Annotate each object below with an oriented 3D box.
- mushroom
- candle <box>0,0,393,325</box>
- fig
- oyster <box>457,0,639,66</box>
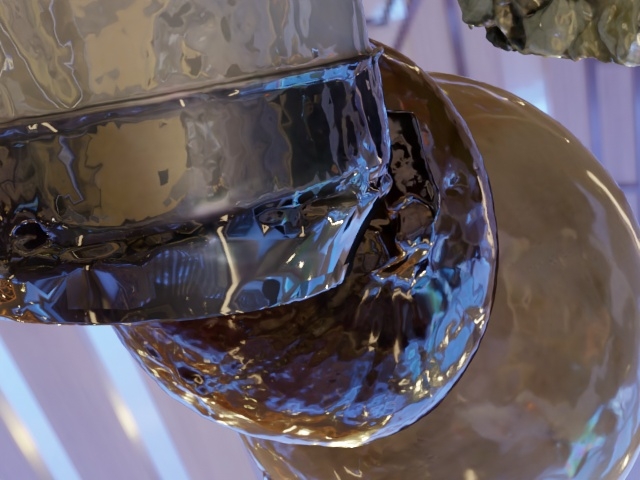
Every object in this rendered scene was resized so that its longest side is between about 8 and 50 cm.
[{"bbox_3d":[0.067,0.062,1.399,0.294,0.362,0.362,-17,-140,53],"label":"mushroom"},{"bbox_3d":[-0.091,-0.144,0.835,0.221,0.221,0.343,-6,-82,7],"label":"candle"},{"bbox_3d":[-0.009,0.002,1.070,0.235,0.235,0.214,-32,-139,-11],"label":"fig"},{"bbox_3d":[0.100,-0.226,0.920,0.162,0.158,0.351,-18,-112,15],"label":"oyster"}]
